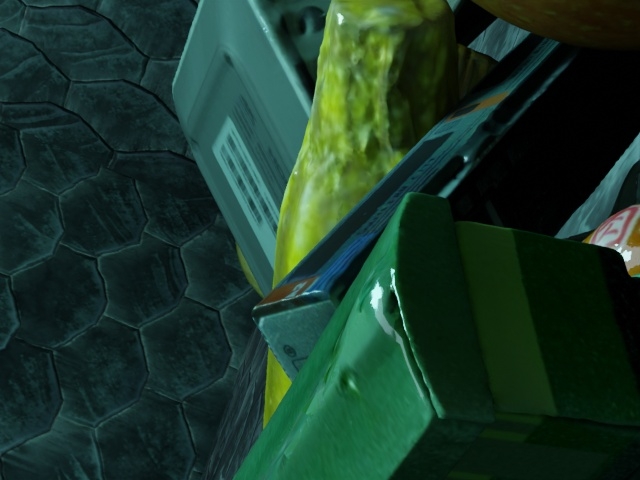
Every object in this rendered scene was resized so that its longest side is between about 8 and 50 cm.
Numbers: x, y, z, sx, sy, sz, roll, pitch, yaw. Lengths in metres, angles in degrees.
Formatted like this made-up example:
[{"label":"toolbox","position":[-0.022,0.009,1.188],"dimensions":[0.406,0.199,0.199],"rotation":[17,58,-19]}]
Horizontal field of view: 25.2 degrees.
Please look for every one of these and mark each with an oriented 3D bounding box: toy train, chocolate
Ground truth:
[{"label":"toy train","position":[0.111,-0.047,0.867],"dimensions":[0.089,0.086,0.409],"rotation":[-16,22,46]},{"label":"toy train","position":[0.073,0.111,0.664],"dimensions":[0.301,0.202,0.120],"rotation":[119,153,-45]},{"label":"chocolate","position":[0.035,0.036,0.997],"dimensions":[0.162,0.162,0.445],"rotation":[-74,-11,-53]}]

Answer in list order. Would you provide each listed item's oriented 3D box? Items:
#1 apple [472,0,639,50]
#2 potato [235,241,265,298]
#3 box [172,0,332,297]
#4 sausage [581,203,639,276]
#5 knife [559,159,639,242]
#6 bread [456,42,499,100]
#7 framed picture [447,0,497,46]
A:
[{"label":"apple","position":[0.166,-0.281,0.785],"dimensions":[0.339,0.339,0.339],"rotation":[-157,90,-85]},{"label":"potato","position":[0.000,0.000,1.853],"dimensions":[0.285,0.242,0.242],"rotation":[-69,5,-46]},{"label":"box","position":[-0.003,-0.038,1.314],"dimensions":[0.111,0.396,0.396],"rotation":[-26,-8,-17]},{"label":"sausage","position":[0.142,0.072,0.792],"dimensions":[0.312,0.093,0.093],"rotation":[120,172,-50]},{"label":"knife","position":[0.163,0.027,0.957],"dimensions":[0.278,0.053,0.123],"rotation":[156,125,-74]},{"label":"bread","position":[0.100,-0.112,1.401],"dimensions":[0.199,0.199,0.104],"rotation":[122,168,-57]},{"label":"framed picture","position":[0.200,-0.285,1.473],"dimensions":[0.324,0.020,0.240],"rotation":[-44,-9,-33]}]
